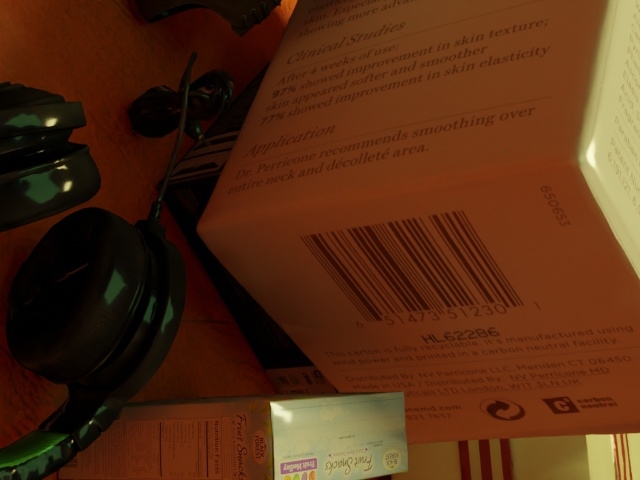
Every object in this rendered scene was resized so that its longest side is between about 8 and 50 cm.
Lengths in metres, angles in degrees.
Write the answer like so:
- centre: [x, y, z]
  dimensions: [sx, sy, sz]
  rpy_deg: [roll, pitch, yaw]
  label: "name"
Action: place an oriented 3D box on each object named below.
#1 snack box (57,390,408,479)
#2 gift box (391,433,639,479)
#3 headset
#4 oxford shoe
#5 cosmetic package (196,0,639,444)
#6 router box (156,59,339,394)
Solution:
- centre: [-0.065, 0.152, 0.858]
  dimensions: [0.174, 0.207, 0.070]
  rpy_deg: [7, 77, -54]
  label: "snack box"
- centre: [0.198, 0.277, 1.183]
  dimensions: [0.276, 0.255, 0.258]
  rpy_deg: [28, 53, -48]
  label: "gift box"
- centre: [-0.202, -0.003, 0.799]
  dimensions: [0.394, 0.185, 0.243]
  rpy_deg: [-46, 117, -32]
  label: "headset"
- centre: [-0.050, -0.227, 0.981]
  dimensions: [0.083, 0.227, 0.096]
  rpy_deg: [-61, 145, -83]
  label: "oxford shoe"
- centre: [0.163, -0.076, 0.985]
  dimensions: [0.327, 0.330, 0.393]
  rpy_deg: [51, 45, -36]
  label: "cosmetic package"
- centre: [0.000, 0.000, 1.096]
  dimensions: [0.308, 0.081, 0.243]
  rpy_deg: [62, 39, -26]
  label: "router box"
